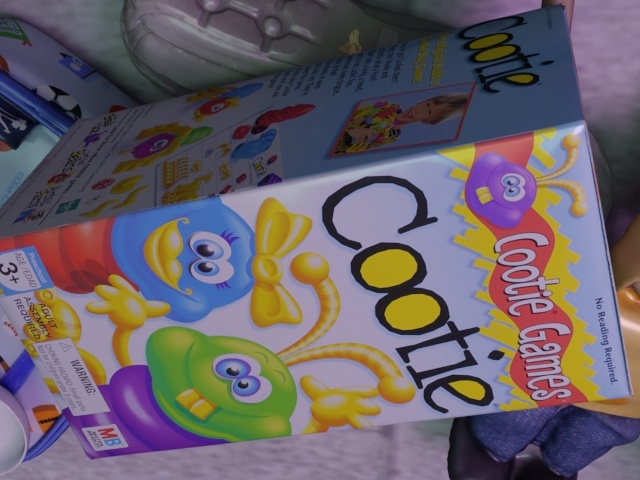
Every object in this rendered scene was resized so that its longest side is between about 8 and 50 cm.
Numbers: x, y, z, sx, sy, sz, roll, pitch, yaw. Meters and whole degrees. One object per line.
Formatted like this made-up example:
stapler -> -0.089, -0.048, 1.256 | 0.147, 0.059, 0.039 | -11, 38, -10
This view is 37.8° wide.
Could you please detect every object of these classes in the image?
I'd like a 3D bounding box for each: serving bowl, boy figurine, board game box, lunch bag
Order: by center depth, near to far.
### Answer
board game box -> 0.000, 0.000, 0.475 | 0.275, 0.144, 0.142 | -10, 120, 17
boy figurine -> 0.186, 0.076, 0.583 | 0.177, 0.092, 0.285 | 25, 137, -2
serving bowl -> -0.238, 0.123, 0.646 | 0.083, 0.027, 0.083 | 4, 121, 7
lunch bag -> -0.216, 0.011, 0.659 | 0.243, 0.115, 0.303 | 39, 117, -11

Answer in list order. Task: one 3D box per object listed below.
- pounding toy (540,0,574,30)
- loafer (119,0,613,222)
pounding toy -> 0.020, -0.186, 0.459 | 0.237, 0.110, 0.183 | 36, 147, 22
loafer -> 0.030, -0.082, 0.581 | 0.319, 0.112, 0.111 | 27, 154, -7
